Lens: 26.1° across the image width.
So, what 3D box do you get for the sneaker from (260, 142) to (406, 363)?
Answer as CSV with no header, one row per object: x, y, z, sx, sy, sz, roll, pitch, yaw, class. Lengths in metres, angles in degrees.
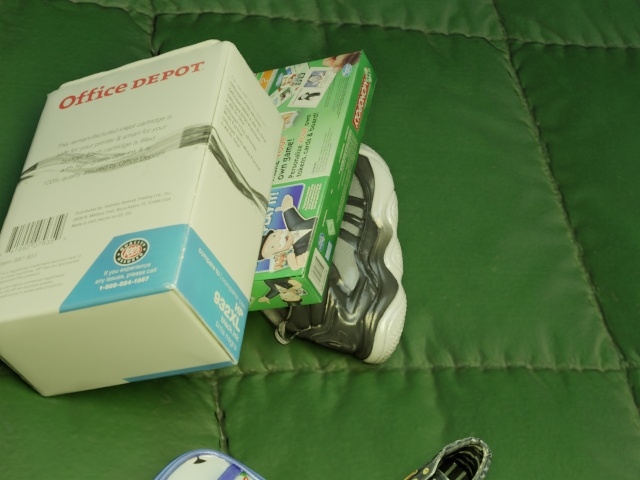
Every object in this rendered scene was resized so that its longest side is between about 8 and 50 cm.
0.000,0.000,1.463,0.153,0.101,0.268,7,56,-20,sneaker

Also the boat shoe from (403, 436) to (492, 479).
0.091,0.256,1.324,0.065,0.083,0.183,43,52,12,boat shoe

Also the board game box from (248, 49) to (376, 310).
-0.071,-0.059,1.434,0.213,0.046,0.317,-9,46,26,board game box

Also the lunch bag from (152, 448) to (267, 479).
-0.112,0.336,1.168,0.243,0.115,0.303,35,49,8,lunch bag

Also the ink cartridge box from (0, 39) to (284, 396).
-0.176,-0.023,1.325,0.223,0.129,0.307,-12,47,25,ink cartridge box
